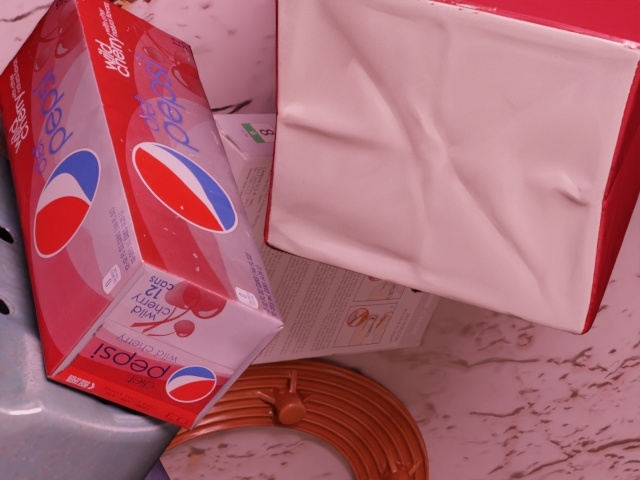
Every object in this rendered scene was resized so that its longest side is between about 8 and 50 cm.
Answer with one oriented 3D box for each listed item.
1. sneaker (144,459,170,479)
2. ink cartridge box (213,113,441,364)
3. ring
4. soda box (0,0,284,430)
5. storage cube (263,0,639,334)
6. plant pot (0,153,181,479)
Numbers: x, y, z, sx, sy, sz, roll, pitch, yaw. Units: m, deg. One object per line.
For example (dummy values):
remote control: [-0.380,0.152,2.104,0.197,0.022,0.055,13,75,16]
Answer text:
sneaker: [-0.184,0.149,1.088,0.086,0.163,0.226,-4,159,-46]
ink cartridge box: [0.000,0.000,1.085,0.224,0.056,0.181,-5,132,-39]
ring: [-0.071,0.226,1.229,0.336,0.032,0.337,-12,130,-14]
soda box: [-0.105,-0.027,0.871,0.092,0.263,0.083,26,116,-33]
storage cube: [0.088,-0.094,0.882,0.215,0.193,0.184,15,129,13]
plant pot: [-0.262,0.123,0.901,0.341,0.341,0.334,28,112,-34]
